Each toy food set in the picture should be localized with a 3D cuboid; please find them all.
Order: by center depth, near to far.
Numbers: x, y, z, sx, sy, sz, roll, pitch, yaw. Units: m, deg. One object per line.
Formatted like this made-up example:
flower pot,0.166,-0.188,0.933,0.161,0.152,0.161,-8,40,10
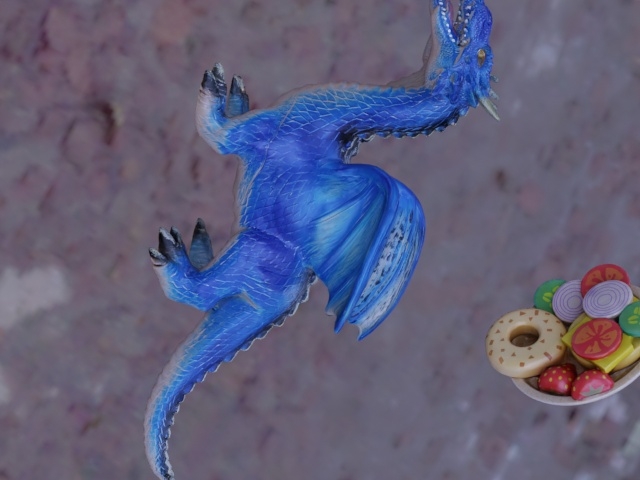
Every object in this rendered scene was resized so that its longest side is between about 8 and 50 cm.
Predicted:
toy food set,0.128,0.046,0.922,0.082,0.083,0.020,-40,129,-13

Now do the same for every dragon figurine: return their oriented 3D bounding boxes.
dragon figurine,0.000,0.000,0.928,0.085,0.144,0.289,25,82,-77
